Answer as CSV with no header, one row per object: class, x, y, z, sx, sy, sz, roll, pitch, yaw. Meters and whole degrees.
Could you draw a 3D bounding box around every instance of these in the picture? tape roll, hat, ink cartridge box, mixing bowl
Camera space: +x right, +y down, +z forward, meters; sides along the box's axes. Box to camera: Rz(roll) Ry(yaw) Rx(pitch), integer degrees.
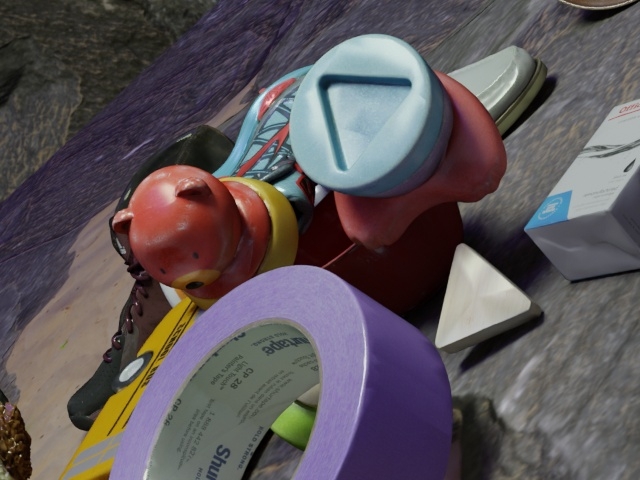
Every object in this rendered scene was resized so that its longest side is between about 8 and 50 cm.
tape roll,-0.035,0.158,1.360,0.274,0.090,0.275,-33,40,32
hat,-0.150,-0.040,2.192,0.331,0.134,0.331,-39,16,14
ink cartridge box,0.247,-0.057,1.452,0.180,0.060,0.104,-51,18,-27
mixing bowl,0.058,0.005,1.660,0.181,0.098,0.181,-40,15,13

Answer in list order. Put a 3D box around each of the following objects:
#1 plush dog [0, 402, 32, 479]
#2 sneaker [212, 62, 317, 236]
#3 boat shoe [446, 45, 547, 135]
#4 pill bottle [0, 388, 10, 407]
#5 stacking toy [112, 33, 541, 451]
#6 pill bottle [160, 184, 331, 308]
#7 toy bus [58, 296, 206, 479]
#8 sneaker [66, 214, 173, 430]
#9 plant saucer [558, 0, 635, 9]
plush dog,-0.374,0.273,1.857,0.262,0.210,0.225,-49,-21,25
sneaker,-0.030,-0.047,1.705,0.262,0.104,0.125,-52,35,-14
boat shoe,0.082,-0.112,1.887,0.302,0.103,0.113,-34,19,27
pill bottle,-0.442,0.253,2.144,0.123,0.123,0.219,-30,21,35
stacking toy,0.000,0.000,1.502,0.309,0.130,0.280,-35,58,18
pill bottle,-0.042,0.006,1.849,0.216,0.121,0.121,-39,17,13
toy bus,-0.130,0.177,1.651,0.130,0.108,0.333,-27,22,37
sneaker,-0.191,0.058,1.984,0.281,0.162,0.106,-41,17,3
plant saucer,0.285,-0.326,1.884,0.198,0.199,0.036,-33,-16,28
